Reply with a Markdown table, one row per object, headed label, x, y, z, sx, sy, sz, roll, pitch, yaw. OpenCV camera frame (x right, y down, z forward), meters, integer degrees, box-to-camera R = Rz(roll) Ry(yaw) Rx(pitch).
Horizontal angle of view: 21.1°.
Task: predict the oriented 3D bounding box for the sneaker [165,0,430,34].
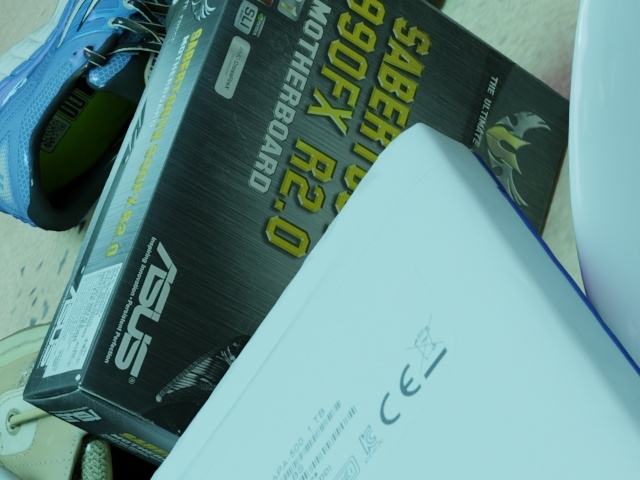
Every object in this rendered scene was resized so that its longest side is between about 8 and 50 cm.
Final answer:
| label | x | y | z | sx | sy | sz | roll | pitch | yaw |
| --- | --- | --- | --- | --- | --- | --- | --- | --- | --- |
| sneaker | 0.036 | -0.201 | 0.985 | 0.281 | 0.106 | 0.162 | -27 | 34 | 33 |

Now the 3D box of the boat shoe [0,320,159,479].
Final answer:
| label | x | y | z | sx | sy | sz | roll | pitch | yaw |
| --- | --- | --- | --- | --- | --- | --- | --- | --- | --- |
| boat shoe | -0.109 | 0.106 | 0.876 | 0.341 | 0.121 | 0.110 | -34 | 35 | 39 |

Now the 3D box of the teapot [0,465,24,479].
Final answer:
| label | x | y | z | sx | sy | sz | roll | pitch | yaw |
| --- | --- | --- | --- | --- | --- | --- | --- | --- | --- |
| teapot | -0.223 | 0.271 | 0.837 | 0.187 | 0.256 | 0.252 | 13 | 41 | 19 |

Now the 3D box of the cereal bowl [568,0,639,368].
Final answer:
| label | x | y | z | sx | sy | sz | roll | pitch | yaw |
| --- | --- | --- | --- | --- | --- | --- | --- | --- | --- |
| cereal bowl | 0.208 | -0.071 | 0.434 | 0.339 | 0.141 | 0.339 | -169 | 90 | -68 |

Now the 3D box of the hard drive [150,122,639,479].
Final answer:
| label | x | y | z | sx | sy | sz | roll | pitch | yaw |
| --- | --- | --- | --- | --- | --- | --- | --- | --- | --- |
| hard drive | 0.028 | 0.125 | 0.477 | 0.210 | 0.040 | 0.319 | -55 | 30 | 17 |

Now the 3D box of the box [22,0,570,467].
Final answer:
| label | x | y | z | sx | sy | sz | roll | pitch | yaw |
| --- | --- | --- | --- | --- | --- | --- | --- | --- | --- |
| box | 0.000 | 0.000 | 0.726 | 0.056 | 0.183 | 0.231 | -17 | 48 | 55 |

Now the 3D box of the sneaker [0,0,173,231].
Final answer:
| label | x | y | z | sx | sy | sz | roll | pitch | yaw |
| --- | --- | --- | --- | --- | --- | --- | --- | --- | --- |
| sneaker | -0.121 | -0.144 | 1.189 | 0.330 | 0.130 | 0.147 | -59 | 40 | 8 |
